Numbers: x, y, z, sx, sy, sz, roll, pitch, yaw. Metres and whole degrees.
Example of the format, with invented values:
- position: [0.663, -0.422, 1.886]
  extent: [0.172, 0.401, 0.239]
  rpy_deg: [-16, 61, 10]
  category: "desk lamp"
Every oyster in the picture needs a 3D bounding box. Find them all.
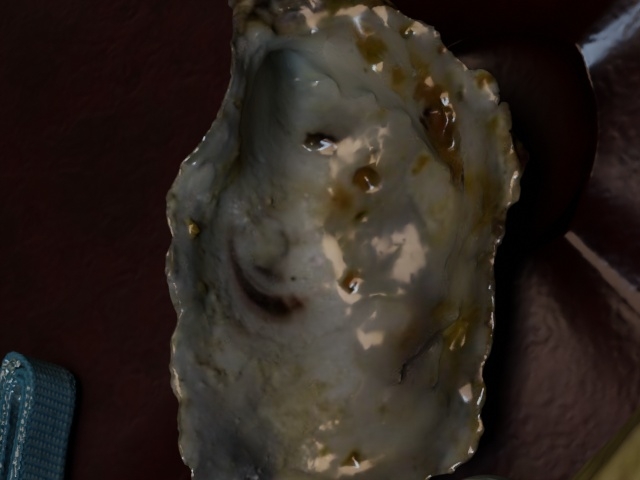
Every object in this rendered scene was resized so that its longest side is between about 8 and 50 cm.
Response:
- position: [0.024, -0.014, 1.094]
  extent: [0.204, 0.111, 0.396]
  rpy_deg: [-6, 69, 15]
  category: "oyster"

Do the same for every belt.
- position: [-0.181, 0.158, 1.185]
  extent: [0.100, 0.065, 0.179]
  rpy_deg: [-8, 69, 44]
  category: "belt"

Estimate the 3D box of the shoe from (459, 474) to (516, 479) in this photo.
- position: [0.041, 0.232, 0.977]
  extent: [0.103, 0.100, 0.251]
  rpy_deg: [17, 81, 37]
  category: "shoe"

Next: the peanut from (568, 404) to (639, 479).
- position: [0.186, 0.123, 0.871]
  extent: [0.319, 0.147, 0.147]
  rpy_deg: [-57, 50, 25]
  category: "peanut"
